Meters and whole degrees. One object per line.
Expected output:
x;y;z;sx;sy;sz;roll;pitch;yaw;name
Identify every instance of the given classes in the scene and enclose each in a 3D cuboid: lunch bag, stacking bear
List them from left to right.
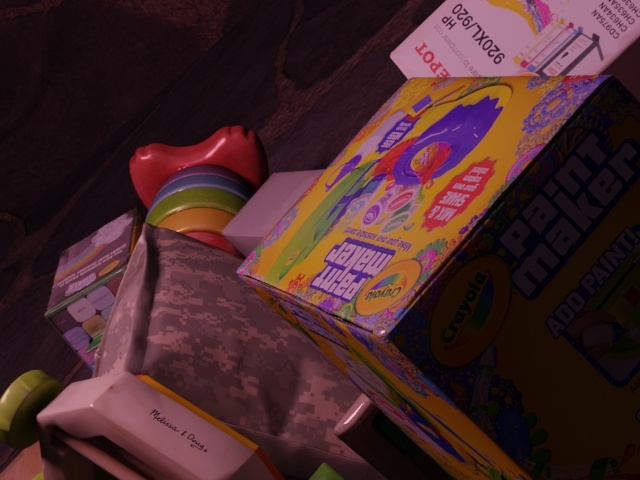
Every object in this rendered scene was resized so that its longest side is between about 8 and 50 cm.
-0.145;0.014;2.022;0.175;0.164;0.289;-12;35;8;stacking bear
-0.061;0.125;1.329;0.287;0.235;0.169;-105;36;-73;lunch bag

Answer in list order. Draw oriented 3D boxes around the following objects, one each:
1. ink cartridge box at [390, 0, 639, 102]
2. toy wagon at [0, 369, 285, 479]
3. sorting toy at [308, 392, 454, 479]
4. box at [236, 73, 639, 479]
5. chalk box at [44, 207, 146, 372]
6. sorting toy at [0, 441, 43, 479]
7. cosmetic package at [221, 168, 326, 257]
0.215;-0.148;1.361;0.232;0.168;0.171;-43;51;12;ink cartridge box
-0.105;0.236;1.184;0.068;0.267;0.344;-44;-28;-34;toy wagon
0.112;0.102;1.165;0.047;0.196;0.348;36;84;35;sorting toy
0.136;0.062;0.952;0.177;0.279;0.290;-48;16;-7;box
-0.253;0.082;2.095;0.132;0.132;0.213;-30;25;14;chalk box
-0.325;0.333;1.816;0.255;0.089;0.257;-46;15;0;sorting toy
0.000;0.000;1.736;0.107;0.127;0.238;-49;18;-10;cosmetic package
